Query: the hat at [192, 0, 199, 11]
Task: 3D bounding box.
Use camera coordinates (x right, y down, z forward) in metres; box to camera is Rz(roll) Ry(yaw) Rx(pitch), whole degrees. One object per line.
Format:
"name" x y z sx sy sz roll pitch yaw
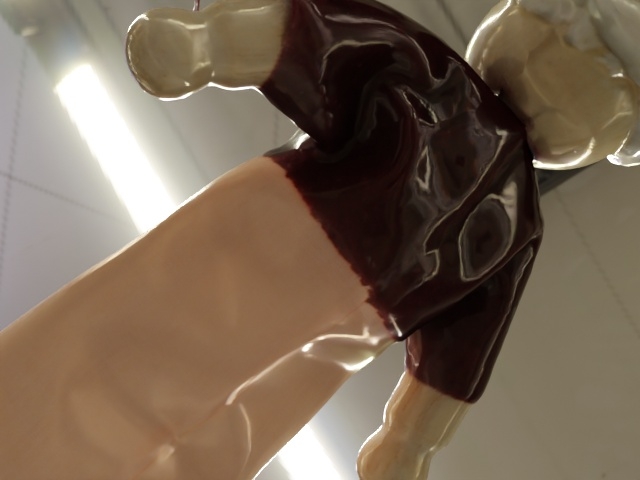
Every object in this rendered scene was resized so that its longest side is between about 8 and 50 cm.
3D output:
"hat" -0.081 -0.246 1.098 0.173 0.208 0.184 19 -93 23

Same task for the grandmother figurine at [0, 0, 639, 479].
"grandmother figurine" 0.000 0.000 0.435 0.104 0.342 0.208 43 -16 47
